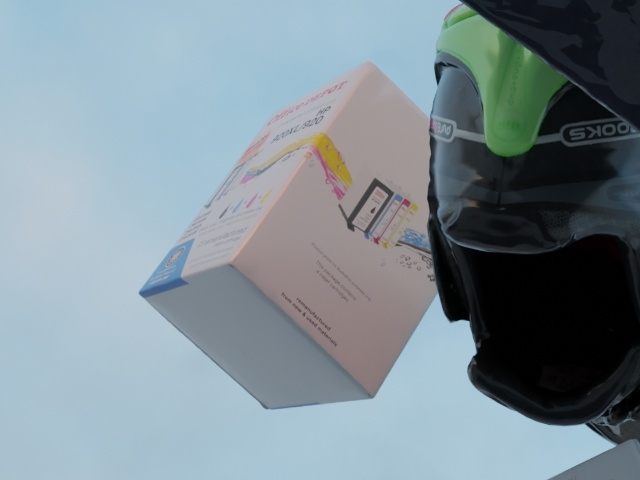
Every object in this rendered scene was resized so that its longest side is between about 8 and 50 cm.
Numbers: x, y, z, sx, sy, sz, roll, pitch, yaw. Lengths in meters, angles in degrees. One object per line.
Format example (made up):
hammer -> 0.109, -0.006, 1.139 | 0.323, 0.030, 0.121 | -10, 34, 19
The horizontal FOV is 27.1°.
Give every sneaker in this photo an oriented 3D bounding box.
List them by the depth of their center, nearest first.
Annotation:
sneaker -> 0.160, 0.042, 0.880 | 0.185, 0.202, 0.483 | 4, -28, 28

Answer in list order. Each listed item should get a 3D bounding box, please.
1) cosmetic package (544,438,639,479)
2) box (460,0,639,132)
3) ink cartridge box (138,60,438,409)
cosmetic package -> 0.021, 0.274, 0.580 | 0.385, 0.156, 0.217 | -30, -89, 9
box -> 0.220, -0.299, 0.482 | 0.471, 0.297, 0.480 | 34, -51, -13
ink cartridge box -> 0.000, 0.000, 1.135 | 0.168, 0.233, 0.171 | 44, -30, -17
